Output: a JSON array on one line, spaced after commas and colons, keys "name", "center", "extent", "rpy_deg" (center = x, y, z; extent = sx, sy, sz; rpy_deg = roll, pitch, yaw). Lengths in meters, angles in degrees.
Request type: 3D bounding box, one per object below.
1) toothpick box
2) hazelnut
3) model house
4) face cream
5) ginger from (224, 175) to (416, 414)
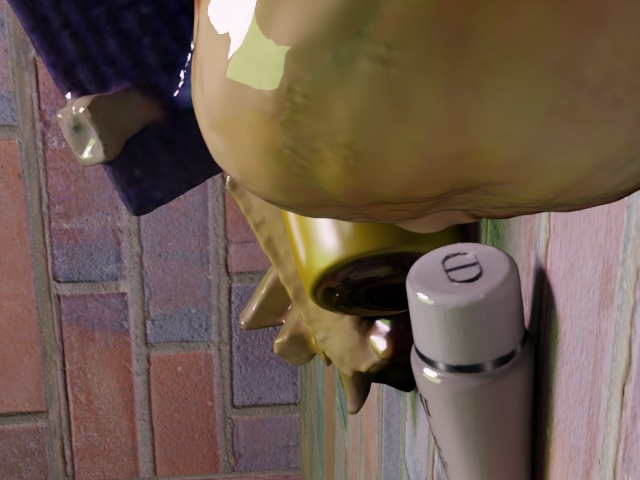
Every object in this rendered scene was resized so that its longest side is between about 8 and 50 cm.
[{"name": "toothpick box", "center": [0.040, -0.067, 1.392], "extent": [0.175, 0.175, 0.271], "rpy_deg": [97, 167, -62]}, {"name": "hazelnut", "center": [0.061, -0.102, 0.746], "extent": [0.241, 0.261, 0.261], "rpy_deg": [92, 173, -51]}, {"name": "model house", "center": [-0.065, -0.168, 1.147], "extent": [0.312, 0.280, 0.245], "rpy_deg": [-7, 114, 52]}, {"name": "face cream", "center": [0.124, 0.150, 1.140], "extent": [0.143, 0.089, 0.314], "rpy_deg": [-100, -2, -60]}, {"name": "ginger", "center": [0.000, 0.000, 1.704], "extent": [0.413, 0.211, 0.358], "rpy_deg": [97, 172, -64]}]
